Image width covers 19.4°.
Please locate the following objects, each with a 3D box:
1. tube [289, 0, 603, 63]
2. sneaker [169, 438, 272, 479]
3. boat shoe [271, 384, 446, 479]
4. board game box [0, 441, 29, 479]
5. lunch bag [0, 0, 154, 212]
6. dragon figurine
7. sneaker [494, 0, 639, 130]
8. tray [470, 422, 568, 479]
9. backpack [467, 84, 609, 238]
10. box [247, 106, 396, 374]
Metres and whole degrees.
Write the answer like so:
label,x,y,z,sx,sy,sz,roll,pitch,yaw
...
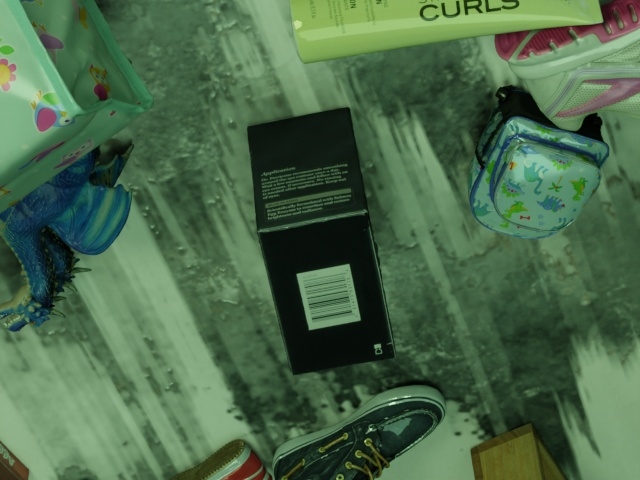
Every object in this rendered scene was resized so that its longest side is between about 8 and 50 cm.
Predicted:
label,x,y,z,sx,sy,sz,roll,pitch,yaw
tube,0.096,-0.192,1.479,0.240,0.062,0.070,-9,108,6
sneaker,-0.101,0.245,1.802,0.118,0.042,0.067,-33,119,16
boat shoe,0.040,0.207,1.760,0.183,0.083,0.065,-27,124,15
board game box,-0.411,0.165,1.729,0.145,0.027,0.281,-29,123,14
lunch bag,-0.290,-0.154,1.415,0.223,0.160,0.262,-33,83,20
dragon figurine,-0.203,-0.046,1.553,0.144,0.085,0.289,32,118,-25
sneaker,0.273,-0.164,1.505,0.252,0.103,0.111,-15,131,14
tray,0.273,0.390,1.839,0.076,0.203,0.411,-24,125,14
backpack,0.178,-0.055,1.579,0.105,0.084,0.114,16,126,-13
box,0.000,0.000,1.557,0.093,0.158,0.156,-10,126,2
